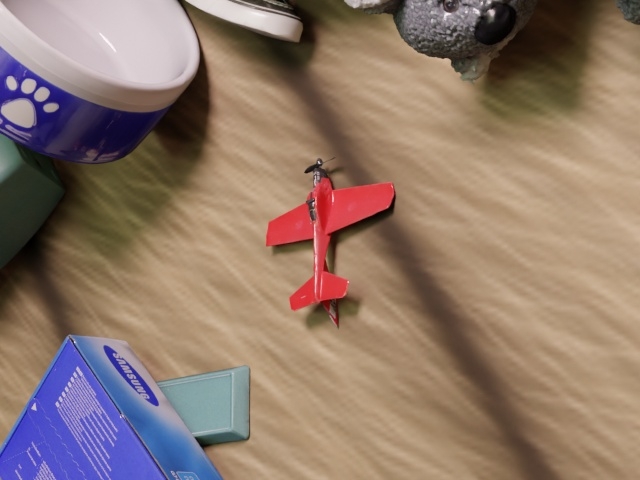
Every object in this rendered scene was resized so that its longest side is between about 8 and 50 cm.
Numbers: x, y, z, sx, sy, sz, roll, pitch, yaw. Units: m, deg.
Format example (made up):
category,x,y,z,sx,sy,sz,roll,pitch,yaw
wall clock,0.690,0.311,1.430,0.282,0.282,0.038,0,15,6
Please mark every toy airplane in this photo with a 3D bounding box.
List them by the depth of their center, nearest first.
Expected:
category,x,y,z,sx,sy,sz,roll,pitch,yaw
toy airplane,0.000,0.000,1.537,0.151,0.028,0.151,-13,71,41

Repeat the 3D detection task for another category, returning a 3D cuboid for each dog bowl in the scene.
category,x,y,z,sx,sy,sz,roll,pitch,yaw
dog bowl,-0.248,-0.199,1.662,0.104,0.265,0.265,-49,51,28

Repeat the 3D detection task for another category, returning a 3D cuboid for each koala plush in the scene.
category,x,y,z,sx,sy,sz,roll,pitch,yaw
koala plush,0.138,-0.222,1.357,0.221,0.196,0.203,-45,41,28

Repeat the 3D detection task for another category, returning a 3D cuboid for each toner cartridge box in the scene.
category,x,y,z,sx,sy,sz,roll,pitch,yaw
toner cartridge box,-0.157,0.258,1.579,0.165,0.075,0.348,-56,51,21

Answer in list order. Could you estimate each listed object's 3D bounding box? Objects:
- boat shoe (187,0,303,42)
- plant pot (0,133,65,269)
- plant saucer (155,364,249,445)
category,x,y,z,sx,sy,sz,roll,pitch,yaw
boat shoe,-0.084,-0.243,1.644,0.219,0.078,0.070,34,105,45
plant pot,-0.393,-0.041,1.807,0.234,0.165,0.166,-32,67,7
plant saucer,-0.137,0.158,1.641,0.192,0.018,0.067,-14,70,43
